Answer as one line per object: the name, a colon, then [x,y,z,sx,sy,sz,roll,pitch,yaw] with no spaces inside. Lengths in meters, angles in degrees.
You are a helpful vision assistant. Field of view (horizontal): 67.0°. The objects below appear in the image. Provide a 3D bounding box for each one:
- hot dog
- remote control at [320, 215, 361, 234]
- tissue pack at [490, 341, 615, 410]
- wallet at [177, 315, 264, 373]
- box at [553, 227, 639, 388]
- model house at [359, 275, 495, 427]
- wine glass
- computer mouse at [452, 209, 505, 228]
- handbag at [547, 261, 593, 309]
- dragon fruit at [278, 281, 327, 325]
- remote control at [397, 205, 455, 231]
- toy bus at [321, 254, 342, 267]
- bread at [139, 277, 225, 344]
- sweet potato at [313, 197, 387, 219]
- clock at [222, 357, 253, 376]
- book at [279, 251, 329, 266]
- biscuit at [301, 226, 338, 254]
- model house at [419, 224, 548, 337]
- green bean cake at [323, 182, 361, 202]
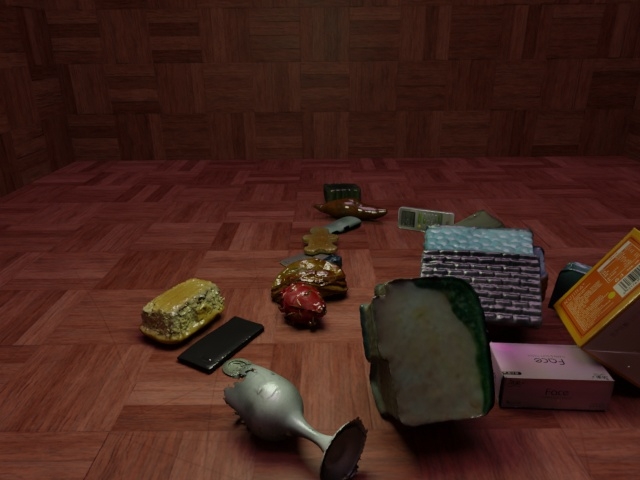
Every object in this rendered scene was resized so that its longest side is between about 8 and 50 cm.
hot dog: [-0.040,0.132,1.614,0.258,0.114,0.175,-5,25,-12]
remote control: [0.082,-0.066,2.183,0.256,0.045,0.097,-22,30,-37]
tissue pack: [0.540,0.323,1.166,0.246,0.093,0.148,0,21,4]
wallet: [-0.276,0.285,1.366,0.124,0.025,0.244,12,26,28]
box: [0.780,0.172,1.162,0.259,0.283,0.214,33,24,-9]
model house: [0.212,0.247,1.107,0.243,0.299,0.284,-3,-14,-12]
wine glass: [-0.062,0.371,1.009,0.321,0.144,0.143,15,27,40]
computer mouse: [0.547,0.039,1.687,0.429,0.228,0.145,-21,36,-41]
handbag: [0.806,0.177,1.415,0.229,0.179,0.062,25,33,33]
dragon fruit: [-0.049,0.195,1.461,0.165,0.133,0.136,14,69,34]
remote control: [0.470,-0.089,2.155,0.250,0.103,0.034,11,22,23]
toy bus: [0.014,0.100,1.780,0.065,0.047,0.166,11,25,35]
bread: [-0.409,0.207,1.437,0.174,0.121,0.245,3,25,30]
sweet potato: [0.142,-0.151,2.306,0.359,0.112,0.112,5,23,9]
clock: [-0.218,0.332,1.270,0.083,0.010,0.074,10,25,27]
book: [-0.053,0.078,1.877,0.181,0.014,0.127,-19,29,-38]
biscuit: [0.000,0.000,1.997,0.153,0.030,0.234,-1,25,-6]
model house: [0.453,0.163,1.346,0.360,0.298,0.339,5,31,14]
green bean cake: [0.113,-0.251,2.567,0.183,0.094,0.185,-5,22,-8]
